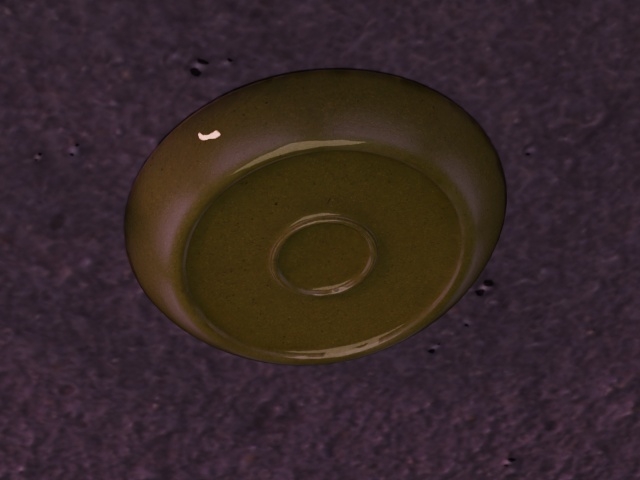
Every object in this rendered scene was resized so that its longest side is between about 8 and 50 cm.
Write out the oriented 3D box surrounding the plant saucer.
[{"bbox_3d":[0.000,0.000,1.234,0.241,0.037,0.241,-5,133,-5],"label":"plant saucer"}]
